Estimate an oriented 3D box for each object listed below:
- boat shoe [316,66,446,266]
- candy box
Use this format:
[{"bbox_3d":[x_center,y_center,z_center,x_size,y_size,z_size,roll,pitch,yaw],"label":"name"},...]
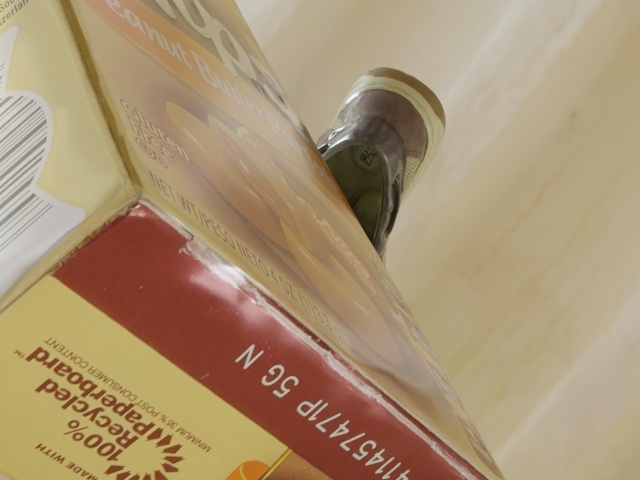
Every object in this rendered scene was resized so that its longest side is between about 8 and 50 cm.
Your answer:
[{"bbox_3d":[0.001,0.000,0.900,0.080,0.223,0.073,34,-138,9],"label":"boat shoe"},{"bbox_3d":[-0.069,-0.034,0.526,0.183,0.087,0.316,43,-166,-41],"label":"candy box"}]
